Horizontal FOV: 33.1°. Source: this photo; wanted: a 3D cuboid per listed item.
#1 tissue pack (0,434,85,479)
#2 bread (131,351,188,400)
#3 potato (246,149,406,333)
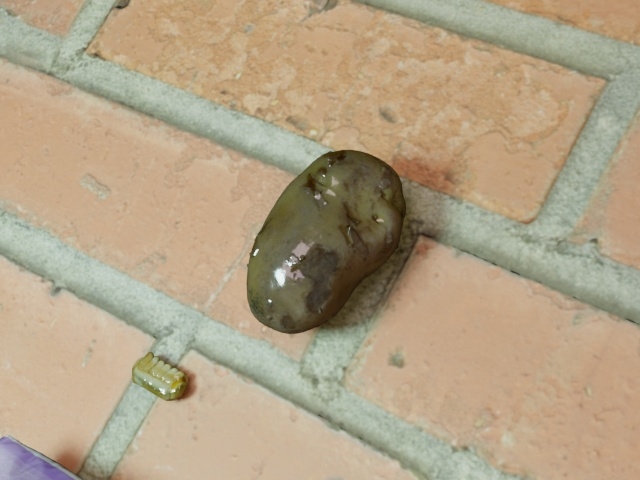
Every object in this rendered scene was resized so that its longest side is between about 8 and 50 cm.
[{"bbox_3d":[-0.419,0.418,1.300,0.242,0.160,0.338,22,43,33],"label":"tissue pack"},{"bbox_3d":[-0.218,0.188,1.469,0.088,0.034,0.049,23,64,25],"label":"bread"},{"bbox_3d":[0.000,0.000,1.394,0.165,0.165,0.262,38,82,31],"label":"potato"}]
